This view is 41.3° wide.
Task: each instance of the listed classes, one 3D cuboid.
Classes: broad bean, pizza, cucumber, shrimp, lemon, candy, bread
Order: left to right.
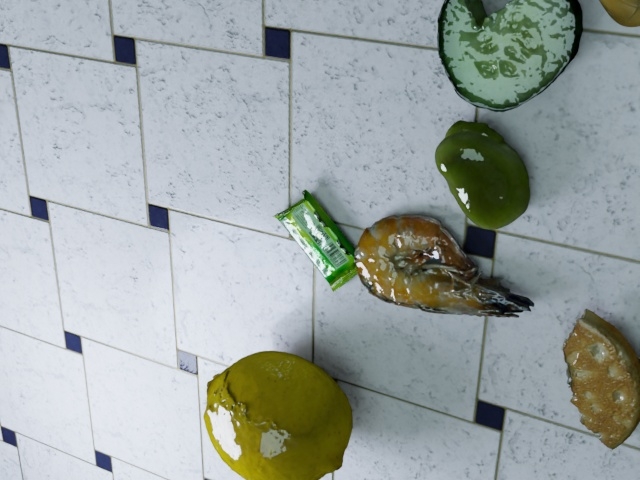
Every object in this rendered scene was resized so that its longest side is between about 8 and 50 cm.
[{"bbox_3d":[-0.082,0.330,1.586,0.310,0.253,0.253,26,123,25],"label":"lemon"},{"bbox_3d":[0.000,0.000,1.515,0.178,0.032,0.102,50,130,-1],"label":"candy"},{"bbox_3d":[0.201,0.045,1.404,0.317,0.062,0.164,14,113,25],"label":"shrimp"},{"bbox_3d":[0.249,-0.104,1.299,0.124,0.082,0.174,-34,103,37],"label":"broad bean"},{"bbox_3d":[0.265,-0.272,1.179,0.191,0.130,0.191,10,116,21],"label":"cucumber"},{"bbox_3d":[0.449,0.216,1.337,0.127,0.058,0.246,-19,103,34],"label":"pizza"},{"bbox_3d":[0.401,-0.315,1.085,0.082,0.115,0.056,-22,58,26],"label":"bread"}]
